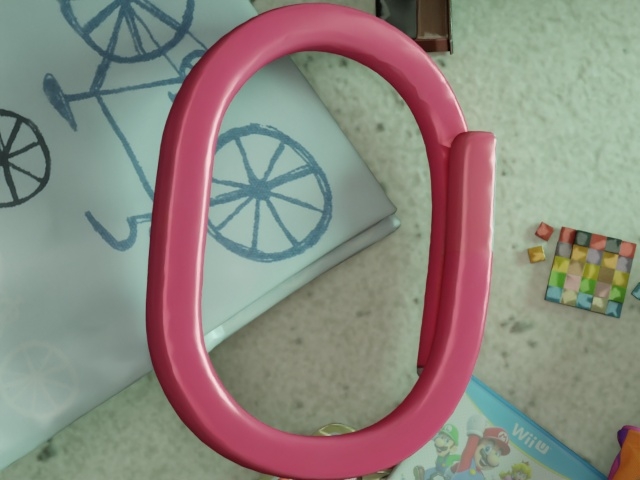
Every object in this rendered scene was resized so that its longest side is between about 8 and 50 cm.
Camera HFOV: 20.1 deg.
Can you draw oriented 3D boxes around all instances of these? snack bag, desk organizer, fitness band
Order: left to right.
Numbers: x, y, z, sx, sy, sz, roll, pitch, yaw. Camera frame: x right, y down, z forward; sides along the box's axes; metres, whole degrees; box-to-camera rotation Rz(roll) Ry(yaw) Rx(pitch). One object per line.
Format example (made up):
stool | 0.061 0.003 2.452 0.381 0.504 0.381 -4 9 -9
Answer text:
snack bag | -0.169 -0.051 1.118 0.342 0.037 0.323 -34 86 -18
fitness band | 0.000 0.000 1.097 0.209 0.054 0.290 7 83 -16
desk organizer | 0.058 -0.186 1.156 0.050 0.047 0.130 -2 85 5

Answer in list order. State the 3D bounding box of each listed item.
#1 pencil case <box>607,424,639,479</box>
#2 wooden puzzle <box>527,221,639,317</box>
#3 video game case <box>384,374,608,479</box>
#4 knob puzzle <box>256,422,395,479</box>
pencil case | 0.184 0.231 1.089 0.104 0.104 0.236 23 87 4
wooden puzzle | 0.172 0.020 1.153 0.083 0.006 0.049 13 86 4
video game case | 0.089 0.183 1.120 0.119 0.015 0.166 37 77 0
knob puzzle | 0.018 0.212 1.133 0.213 0.030 0.213 0 85 3
